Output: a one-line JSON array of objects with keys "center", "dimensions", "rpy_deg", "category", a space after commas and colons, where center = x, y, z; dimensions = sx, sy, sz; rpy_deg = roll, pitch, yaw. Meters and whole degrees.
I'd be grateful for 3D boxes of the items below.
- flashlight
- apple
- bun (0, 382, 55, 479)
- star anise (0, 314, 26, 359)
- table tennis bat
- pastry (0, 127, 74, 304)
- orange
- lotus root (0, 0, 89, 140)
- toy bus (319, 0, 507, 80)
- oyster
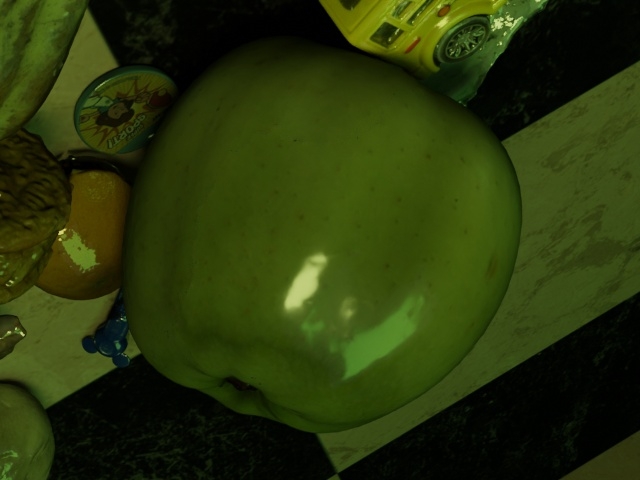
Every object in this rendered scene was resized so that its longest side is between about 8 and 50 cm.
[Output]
[{"center": [-0.217, 0.084, 1.591], "dimensions": [0.121, 0.057, 0.035], "rpy_deg": [-63, -178, 32], "category": "flashlight"}, {"center": [0.000, 0.000, 1.322], "dimensions": [0.357, 0.357, 0.357], "rpy_deg": [-25, 150, -15], "category": "apple"}, {"center": [-0.370, 0.245, 1.598], "dimensions": [0.167, 0.113, 0.173], "rpy_deg": [-17, 145, -26], "category": "bun"}, {"center": [-0.403, 0.065, 1.266], "dimensions": [0.349, 0.292, 0.109], "rpy_deg": [11, 86, -29], "category": "star anise"}, {"center": [-0.169, -0.111, 1.356], "dimensions": [0.100, 0.019, 0.155], "rpy_deg": [-36, 149, 4], "category": "table tennis bat"}, {"center": [-0.300, -0.028, 1.186], "dimensions": [0.189, 0.188, 0.103], "rpy_deg": [-6, 137, -39], "category": "pastry"}, {"center": [-0.226, -0.002, 1.382], "dimensions": [0.170, 0.112, 0.160], "rpy_deg": [-1, 140, -26], "category": "orange"}, {"center": [-0.251, -0.164, 1.031], "dimensions": [0.173, 0.173, 0.309], "rpy_deg": [0, 125, -45], "category": "lotus root"}, {"center": [0.140, -0.301, 1.244], "dimensions": [0.330, 0.144, 0.152], "rpy_deg": [-45, 149, 23], "category": "toy bus"}, {"center": [0.128, -0.199, 1.445], "dimensions": [0.199, 0.087, 0.252], "rpy_deg": [-9, 137, -21], "category": "oyster"}]
